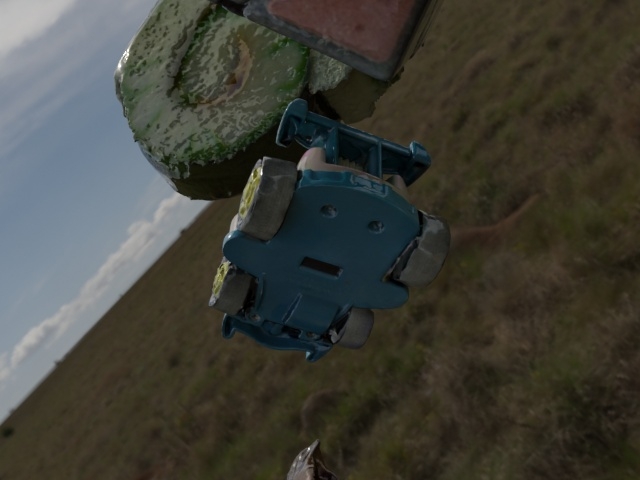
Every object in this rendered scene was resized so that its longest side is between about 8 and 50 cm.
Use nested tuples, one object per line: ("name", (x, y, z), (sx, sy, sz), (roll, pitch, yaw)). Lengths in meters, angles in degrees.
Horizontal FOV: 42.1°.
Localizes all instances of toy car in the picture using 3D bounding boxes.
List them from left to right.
("toy car", (0.000, 0.000, 0.540), (0.161, 0.126, 0.098), (121, 162, -44))

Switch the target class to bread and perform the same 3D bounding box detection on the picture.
("bread", (-0.079, -0.225, 1.098), (0.129, 0.382, 0.366), (49, -125, -57))

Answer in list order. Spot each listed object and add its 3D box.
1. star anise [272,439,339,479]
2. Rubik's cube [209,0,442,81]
("star anise", (0.004, 0.286, 0.658), (0.099, 0.214, 0.220), (-31, 4, 29))
("Rubik's cube", (0.007, -0.243, 0.520), (0.205, 0.207, 0.205), (-61, -6, -68))
